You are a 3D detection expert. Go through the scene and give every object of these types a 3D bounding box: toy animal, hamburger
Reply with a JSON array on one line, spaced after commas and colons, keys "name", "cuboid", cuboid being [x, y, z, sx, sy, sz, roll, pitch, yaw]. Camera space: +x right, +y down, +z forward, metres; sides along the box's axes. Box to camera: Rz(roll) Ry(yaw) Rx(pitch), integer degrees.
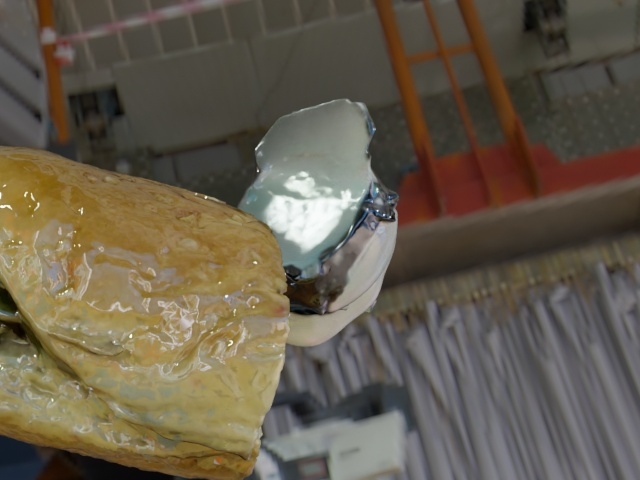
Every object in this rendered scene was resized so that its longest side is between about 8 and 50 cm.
[{"name": "toy animal", "cuboid": [0.000, 0.000, 1.244, 0.166, 0.138, 0.179, -49, -20, -19]}, {"name": "hamburger", "cuboid": [-0.156, 0.030, 0.897, 0.209, 0.330, 0.162, 18, -88, -23]}]
